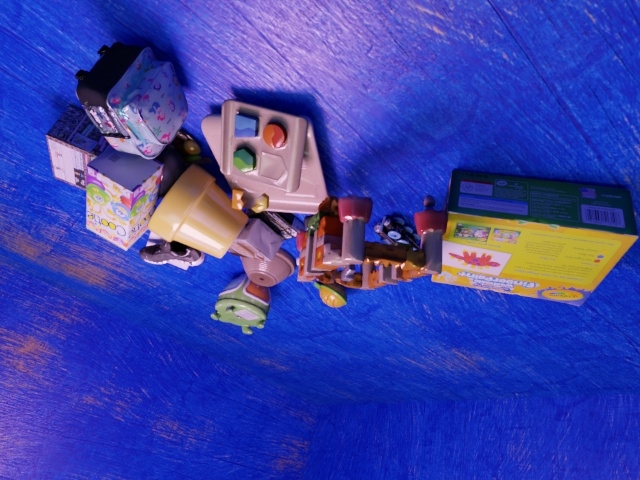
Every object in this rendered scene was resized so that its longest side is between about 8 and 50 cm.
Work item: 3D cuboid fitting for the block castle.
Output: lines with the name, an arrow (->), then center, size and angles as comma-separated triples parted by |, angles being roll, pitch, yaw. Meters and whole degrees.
block castle -> 0.116, 0.002, 1.260 | 0.303, 0.212, 0.453 | 8, 165, -18

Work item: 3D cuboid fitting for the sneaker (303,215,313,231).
sneaker -> 0.000, 0.000, 1.604 | 0.106, 0.101, 0.267 | 23, 148, 20

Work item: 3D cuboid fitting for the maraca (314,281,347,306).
maraca -> 0.043, 0.229, 1.921 | 0.186, 0.099, 0.127 | 17, 150, 50

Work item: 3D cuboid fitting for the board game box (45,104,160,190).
board game box -> -0.688, -0.254, 1.431 | 0.291, 0.141, 0.232 | 24, 147, -13

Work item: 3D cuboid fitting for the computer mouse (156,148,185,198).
computer mouse -> -0.480, -0.186, 1.395 | 0.072, 0.188, 0.272 | 42, 145, -5

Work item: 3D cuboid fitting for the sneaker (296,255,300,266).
sneaker -> -0.012, 0.102, 1.776 | 0.166, 0.065, 0.076 | 26, 143, -20

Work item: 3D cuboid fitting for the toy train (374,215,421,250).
toy train -> 0.255, -0.008, 1.477 | 0.184, 0.080, 0.105 | 37, 148, -32

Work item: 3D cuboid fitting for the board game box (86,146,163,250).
board game box -> -0.570, -0.124, 1.288 | 0.142, 0.144, 0.275 | 31, 137, -3

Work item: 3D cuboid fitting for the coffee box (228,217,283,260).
coffee box -> -0.273, -0.009, 1.618 | 0.247, 0.098, 0.141 | 5, 149, 47

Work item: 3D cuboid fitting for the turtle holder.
turtle holder -> -0.353, 0.290, 2.053 | 0.243, 0.227, 0.320 | 18, 149, -7

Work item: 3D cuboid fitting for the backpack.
backpack -> -0.456, -0.338, 1.131 | 0.191, 0.225, 0.253 | 16, 152, 8

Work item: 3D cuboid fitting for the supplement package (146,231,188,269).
supplement package -> -0.520, -0.045, 1.651 | 0.178, 0.175, 0.293 | 25, 146, -17

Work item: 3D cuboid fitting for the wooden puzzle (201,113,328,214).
wooden puzzle -> -0.144, -0.228, 1.312 | 0.322, 0.080, 0.347 | 5, 142, 15

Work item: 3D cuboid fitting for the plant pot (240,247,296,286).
plant pot -> -0.227, 0.116, 1.842 | 0.237, 0.109, 0.237 | 10, 147, 7

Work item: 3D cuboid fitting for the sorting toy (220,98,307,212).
sorting toy -> -0.165, -0.204, 1.197 | 0.229, 0.041, 0.307 | 15, 121, 10

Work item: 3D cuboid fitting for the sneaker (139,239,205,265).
sneaker -> -0.524, 0.030, 1.536 | 0.234, 0.078, 0.106 | 4, 144, 9

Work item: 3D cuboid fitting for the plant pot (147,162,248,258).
plant pot -> -0.371, -0.073, 1.408 | 0.239, 0.254, 0.254 | 36, 144, -11

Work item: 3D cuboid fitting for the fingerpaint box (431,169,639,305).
fingerpaint box -> 0.569, -0.001, 1.273 | 0.445, 0.163, 0.371 | 8, 147, 13

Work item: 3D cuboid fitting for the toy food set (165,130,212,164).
toy food set -> -0.432, -0.290, 1.364 | 0.132, 0.038, 0.192 | -2, 144, 25

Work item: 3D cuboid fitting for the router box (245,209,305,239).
router box -> -0.161, -0.070, 1.584 | 0.133, 0.046, 0.179 | -14, 138, 39
